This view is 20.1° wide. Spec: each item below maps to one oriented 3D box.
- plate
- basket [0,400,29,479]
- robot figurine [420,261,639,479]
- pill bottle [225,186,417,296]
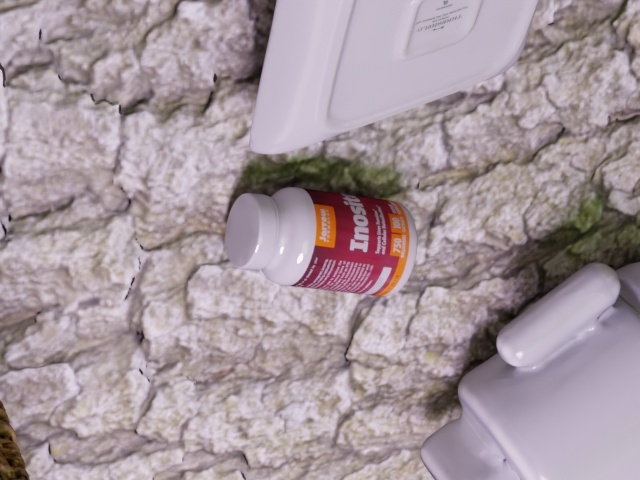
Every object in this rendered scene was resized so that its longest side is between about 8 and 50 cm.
[{"bbox_3d":[0.086,-0.188,1.415,0.277,0.045,0.278,-21,148,-26],"label":"plate"},{"bbox_3d":[-0.329,0.240,1.412,0.213,0.223,0.299,-18,140,-15],"label":"basket"},{"bbox_3d":[0.271,0.153,1.699,0.353,0.200,0.300,-34,128,-4],"label":"robot figurine"},{"bbox_3d":[0.000,0.000,1.549,0.152,0.086,0.086,7,115,-29],"label":"pill bottle"}]
